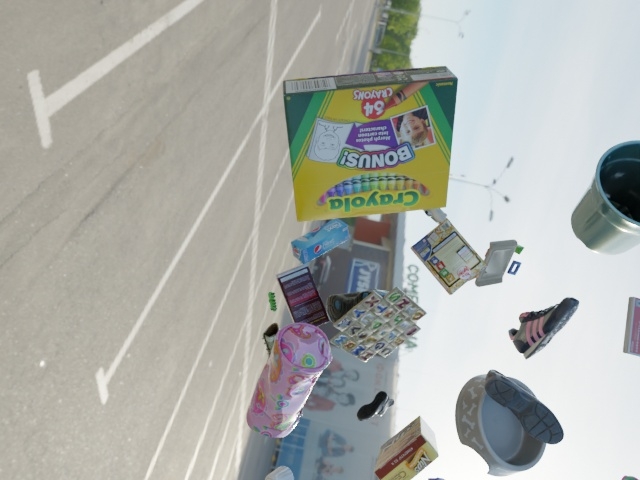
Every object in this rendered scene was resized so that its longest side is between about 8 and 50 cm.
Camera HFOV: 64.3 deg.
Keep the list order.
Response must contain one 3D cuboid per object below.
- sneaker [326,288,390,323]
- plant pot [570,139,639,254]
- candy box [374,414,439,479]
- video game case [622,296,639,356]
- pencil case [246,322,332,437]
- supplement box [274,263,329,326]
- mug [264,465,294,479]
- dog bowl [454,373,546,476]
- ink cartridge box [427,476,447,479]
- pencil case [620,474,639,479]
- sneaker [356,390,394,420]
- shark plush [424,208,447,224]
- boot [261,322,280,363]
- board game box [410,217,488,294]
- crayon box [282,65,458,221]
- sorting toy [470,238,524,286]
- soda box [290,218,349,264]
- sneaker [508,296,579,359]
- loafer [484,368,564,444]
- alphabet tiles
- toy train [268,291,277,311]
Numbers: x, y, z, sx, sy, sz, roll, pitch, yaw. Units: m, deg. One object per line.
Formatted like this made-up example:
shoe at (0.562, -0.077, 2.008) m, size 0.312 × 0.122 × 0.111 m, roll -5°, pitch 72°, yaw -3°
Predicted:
sneaker at (0.152, 0.260, 1.997) m, size 0.341 × 0.139 × 0.125 m, roll -15°, pitch -98°, yaw 52°
plant pot at (1.093, -0.122, 1.829) m, size 0.334 × 0.341 × 0.341 m, roll 83°, pitch 20°, yaw -66°
candy box at (0.275, 0.669, 1.616) m, size 0.183 × 0.087 × 0.316 m, roll -39°, pitch 167°, yaw 2°
video game case at (1.211, 0.332, 1.829) m, size 0.025 × 0.285 × 0.204 m, roll 163°, pitch -59°, yaw -70°
pencil case at (-0.068, 0.295, 1.049) m, size 0.124 × 0.124 × 0.284 m, roll -74°, pitch -175°, yaw -52°
supplement box at (-0.070, 0.219, 1.940) m, size 0.073 × 0.130 × 0.239 m, roll 164°, pitch -94°, yaw -80°
mug at (-0.114, 0.632, 1.321) m, size 0.064 × 0.062 × 0.078 m, roll 14°, pitch 94°, yaw -57°
dog bowl at (0.638, 0.634, 1.770) m, size 0.102 × 0.348 × 0.349 m, roll -40°, pitch -148°, yaw 58°
ink cartridge box at (0.422, 0.918, 1.730) m, size 0.311 × 0.065 × 0.186 m, roll 49°, pitch 39°, yaw -50°
pencil case at (1.066, 0.948, 1.815) m, size 0.236 × 0.104 × 0.104 m, roll -43°, pitch 172°, yaw -9°
sneaker at (0.196, 0.597, 1.801) m, size 0.170 × 0.051 × 0.089 m, roll -34°, pitch 134°, yaw -30°
shark plush at (0.419, -0.084, 1.806) m, size 0.073 × 0.161 × 0.067 m, roll -58°, pitch -165°, yaw -15°
boot at (-0.185, 0.439, 1.963) m, size 0.213 × 0.077 × 0.165 m, roll -73°, pitch 156°, yaw -58°
board game box at (0.399, 0.050, 1.591) m, size 0.147 × 0.193 × 0.045 m, roll -38°, pitch 171°, yaw -2°
crayon box at (0.110, -0.212, 1.159) m, size 0.106 × 0.363 × 0.313 m, roll -97°, pitch -179°, yaw -55°
sorting toy at (0.703, 0.086, 2.068) m, size 0.047 × 0.347 × 0.196 m, roll 36°, pitch -58°, yaw 46°
soda box at (0.000, 0.000, 1.840) m, size 0.210 × 0.071 × 0.067 m, roll -28°, pitch 131°, yaw -25°
sneaker at (0.752, 0.278, 1.754) m, size 0.131 × 0.112 × 0.319 m, roll 53°, pitch -40°, yaw 32°
loafer at (0.663, 0.530, 1.656) m, size 0.109 × 0.302 × 0.095 m, roll -49°, pitch 180°, yaw 22°
alphabet tiles at (0.197, 0.287, 1.694) m, size 0.285 × 0.342 × 0.011 m, roll -40°, pitch -135°, yaw 11°
toy train at (-0.164, 0.209, 1.735) m, size 0.017 × 0.023 × 0.083 m, roll -62°, pitch 154°, yaw -53°
